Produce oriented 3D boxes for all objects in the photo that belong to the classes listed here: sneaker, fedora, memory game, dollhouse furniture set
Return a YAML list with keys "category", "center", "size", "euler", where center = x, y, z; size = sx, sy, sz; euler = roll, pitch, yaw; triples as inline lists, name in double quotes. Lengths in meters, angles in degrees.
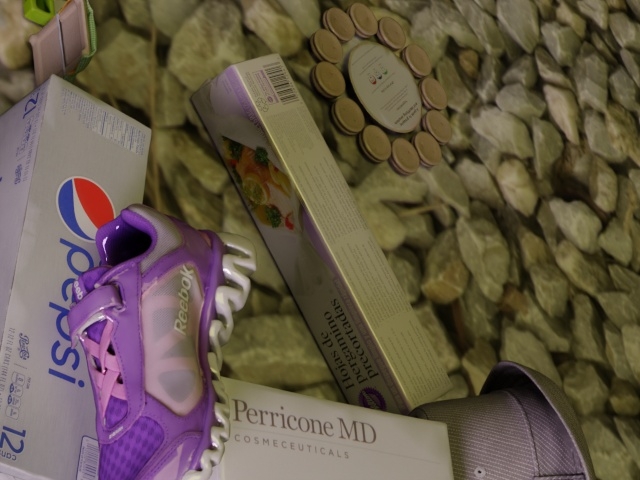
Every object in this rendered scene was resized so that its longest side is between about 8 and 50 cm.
- category: "sneaker"
  center: [-0.111, 0.069, 0.833]
  size: [0.104, 0.095, 0.236]
  euler: [36, 39, -28]
- category: "fedora"
  center: [0.119, 0.229, 1.050]
  size: [0.124, 0.244, 0.275]
  euler: [-1, 80, -13]
- category: "memory game"
  center: [0.061, -0.148, 1.336]
  size: [0.186, 0.012, 0.186]
  euler: [24, 51, -34]
- category: "dollhouse furniture set"
  center: [-0.184, -0.178, 1.061]
  size: [0.059, 0.076, 0.151]
  euler: [10, 59, -40]

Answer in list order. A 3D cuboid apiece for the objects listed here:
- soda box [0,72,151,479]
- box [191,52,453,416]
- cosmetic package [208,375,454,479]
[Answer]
- category: "soda box"
  center: [-0.188, 0.039, 0.910]
  size: [0.091, 0.098, 0.286]
  euler: [28, 49, -34]
- category: "box"
  center: [0.000, 0.000, 1.148]
  size: [0.067, 0.063, 0.324]
  euler: [-25, 85, -48]
- category: "cosmetic package"
  center: [-0.017, 0.300, 0.883]
  size: [0.217, 0.156, 0.384]
  euler: [14, 58, -37]
